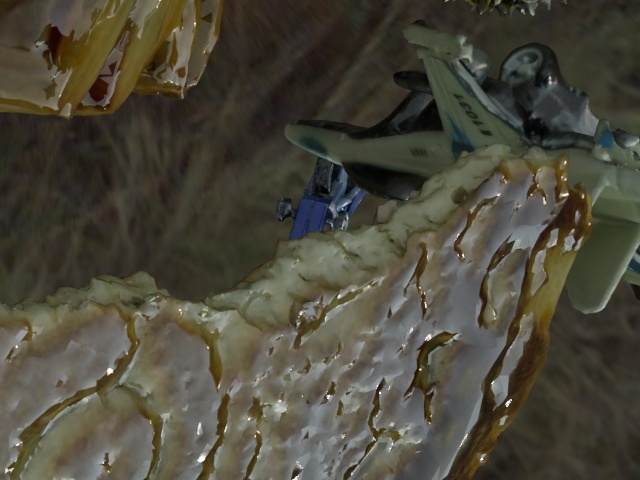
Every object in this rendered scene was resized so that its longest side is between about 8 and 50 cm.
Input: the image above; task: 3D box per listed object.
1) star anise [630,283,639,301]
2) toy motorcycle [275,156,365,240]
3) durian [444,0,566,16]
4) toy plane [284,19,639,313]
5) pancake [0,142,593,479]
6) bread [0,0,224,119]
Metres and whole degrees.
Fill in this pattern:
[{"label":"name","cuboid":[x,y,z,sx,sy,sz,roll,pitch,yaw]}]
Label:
[{"label":"star anise","cuboid":[0.249,0.077,1.236,0.070,0.097,0.191,-46,129,-28]},{"label":"toy motorcycle","cuboid":[0.000,0.000,1.975,0.076,0.114,0.205,13,79,19]},{"label":"durian","cuboid":[0.199,-0.352,1.792,0.293,0.258,0.258,-40,109,-15]},{"label":"toy plane","cuboid":[0.071,-0.043,0.841,0.088,0.262,0.192,-52,127,-7]},{"label":"pancake","cuboid":[-0.038,0.055,0.605,0.244,0.057,0.266,29,89,-41]},{"label":"bread","cuboid":[-0.162,-0.200,0.984,0.277,0.167,0.325,10,70,22]}]
